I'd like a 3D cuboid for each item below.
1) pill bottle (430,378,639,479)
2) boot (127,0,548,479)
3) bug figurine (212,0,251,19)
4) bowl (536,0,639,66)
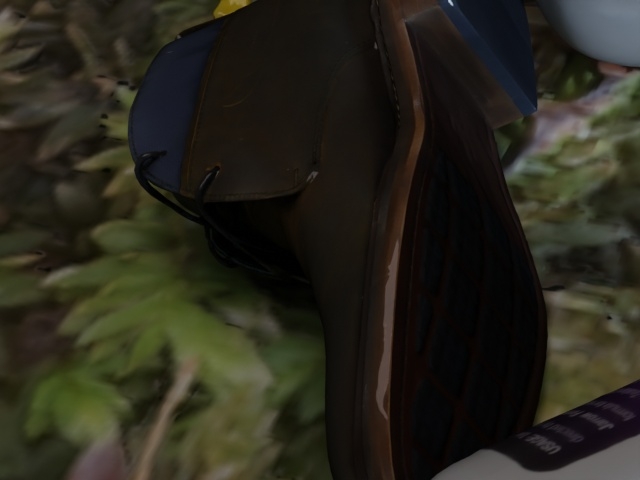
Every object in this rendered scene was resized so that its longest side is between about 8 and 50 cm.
[{"bbox_3d":[0.083,0.078,0.400,0.193,0.108,0.108,-22,43,-13],"label":"pill bottle"},{"bbox_3d":[0.000,0.000,0.549,0.106,0.082,0.219,-18,42,25],"label":"boot"},{"bbox_3d":[-0.021,-0.191,0.729,0.216,0.072,0.279,10,45,6],"label":"bug figurine"},{"bbox_3d":[0.135,-0.103,0.630,0.142,0.053,0.142,0,43,11],"label":"bowl"}]
